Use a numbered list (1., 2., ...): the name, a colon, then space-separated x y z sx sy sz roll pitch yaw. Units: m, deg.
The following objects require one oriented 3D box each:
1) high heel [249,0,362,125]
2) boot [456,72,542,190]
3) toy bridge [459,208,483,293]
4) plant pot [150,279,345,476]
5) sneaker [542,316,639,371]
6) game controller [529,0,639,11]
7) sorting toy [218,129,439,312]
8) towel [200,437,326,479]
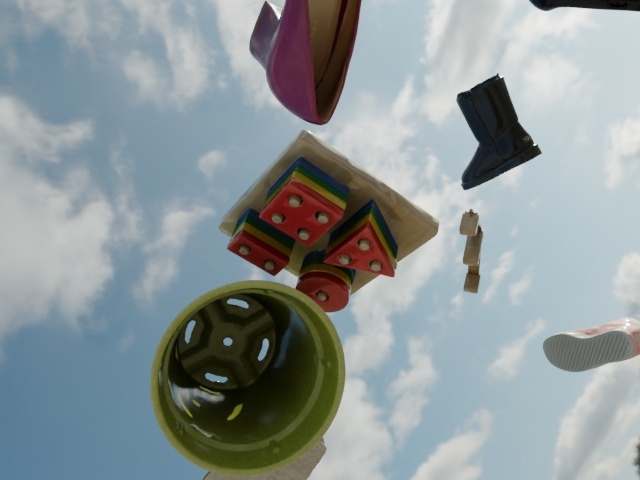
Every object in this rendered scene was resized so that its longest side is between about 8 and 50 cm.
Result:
1. high heel: 0.036 -0.317 0.681 0.127 0.181 0.377 -2 -49 -33
2. boot: 0.371 -0.244 1.442 0.094 0.207 0.246 -26 -2 -26
3. toy bridge: 0.239 0.009 0.989 0.188 0.026 0.063 70 -146 -52
4. plant pot: -0.128 0.184 0.992 0.275 0.254 0.276 -1 -86 -16
5. sneaker: 0.347 0.129 0.781 0.070 0.134 0.051 -11 -99 -31
6. game controller: 0.417 -0.321 0.791 0.166 0.319 0.067 -60 -25 -59
7. sorting toy: 0.000 0.000 0.966 0.255 0.089 0.257 32 -44 -18
8. towel: -0.119 0.485 1.343 0.282 0.187 0.049 -50 6 -37
